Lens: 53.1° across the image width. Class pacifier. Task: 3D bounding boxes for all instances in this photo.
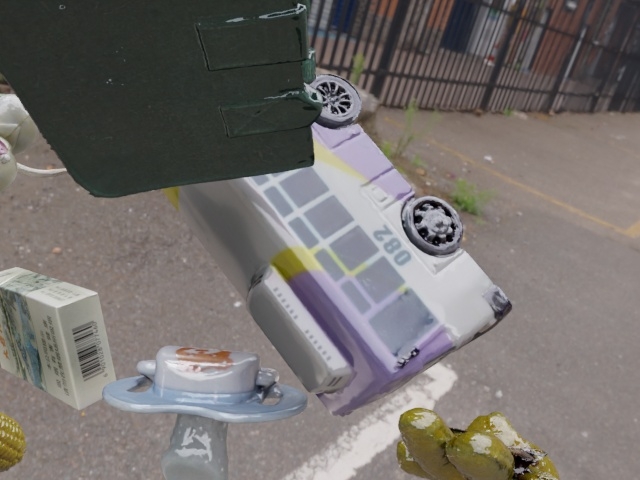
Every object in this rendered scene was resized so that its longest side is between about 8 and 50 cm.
[{"bbox_3d":[-0.156,0.253,0.885,0.278,0.207,0.227,4,-4,8],"label":"pacifier"}]

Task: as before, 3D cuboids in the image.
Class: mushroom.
[{"bbox_3d":[-0.776,-0.211,1.684,0.306,0.068,0.043,27,7,-13],"label":"mushroom"}]

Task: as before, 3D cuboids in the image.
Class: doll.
[{"bbox_3d":[0.137,0.178,0.532,0.137,0.097,0.209,1,-31,28],"label":"doll"}]

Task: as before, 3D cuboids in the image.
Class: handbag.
[{"bbox_3d":[-0.120,-0.164,0.484,0.238,0.326,0.089,-5,60,-1],"label":"handbag"}]

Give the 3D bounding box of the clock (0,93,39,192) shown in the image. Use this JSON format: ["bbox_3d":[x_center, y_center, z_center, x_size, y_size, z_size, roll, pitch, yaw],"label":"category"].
[{"bbox_3d":[-0.488,-0.138,0.927,0.144,0.103,0.231,-13,49,20],"label":"clock"}]

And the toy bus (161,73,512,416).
[{"bbox_3d":[0.000,0.000,0.818,0.249,0.209,0.440,-33,79,-32],"label":"toy bus"}]

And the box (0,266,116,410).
[{"bbox_3d":[-0.427,0.143,0.992,0.256,0.164,0.069,9,22,40],"label":"box"}]

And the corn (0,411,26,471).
[{"bbox_3d":[-0.664,0.331,1.139,0.120,0.363,0.120,-10,54,13],"label":"corn"}]
